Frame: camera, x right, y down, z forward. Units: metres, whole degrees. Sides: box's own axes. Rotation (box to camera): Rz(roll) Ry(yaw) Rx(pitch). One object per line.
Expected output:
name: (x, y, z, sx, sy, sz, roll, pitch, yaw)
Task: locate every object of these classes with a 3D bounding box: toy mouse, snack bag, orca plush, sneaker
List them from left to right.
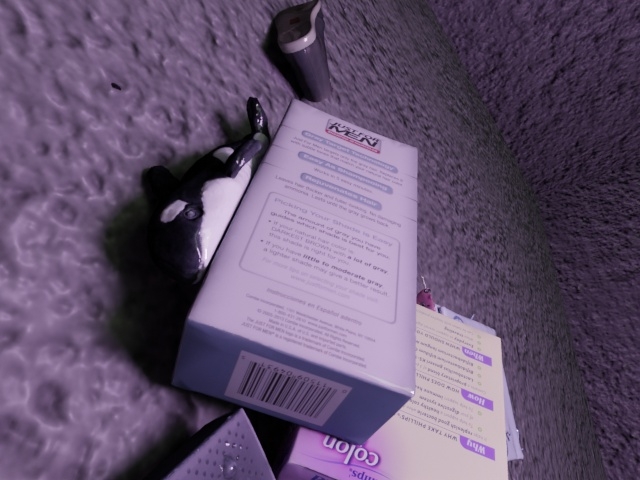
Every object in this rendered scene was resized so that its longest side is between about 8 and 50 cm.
orca plush: (-0.125, -0.074, 0.478, 0.102, 0.151, 0.287, 23, 50, -8)
sneaker: (-0.025, -0.340, 0.812, 0.222, 0.083, 0.118, -85, 159, -45)
toy mouse: (0.203, 0.148, 0.838, 0.143, 0.031, 0.161, -16, 90, -78)
snack bag: (0.352, 0.322, 1.009, 0.342, 0.037, 0.323, 23, 54, -48)

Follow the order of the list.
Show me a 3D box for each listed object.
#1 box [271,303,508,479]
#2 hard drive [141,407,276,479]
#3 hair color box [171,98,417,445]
box: (0.083, 0.194, 0.518, 0.213, 0.117, 0.243, 22, 42, -1)
hard drive: (-0.082, 0.288, 0.357, 0.172, 0.054, 0.255, -29, 103, -57)
hair color box: (0.000, 0.000, 0.506, 0.185, 0.114, 0.375, 21, 43, -6)
